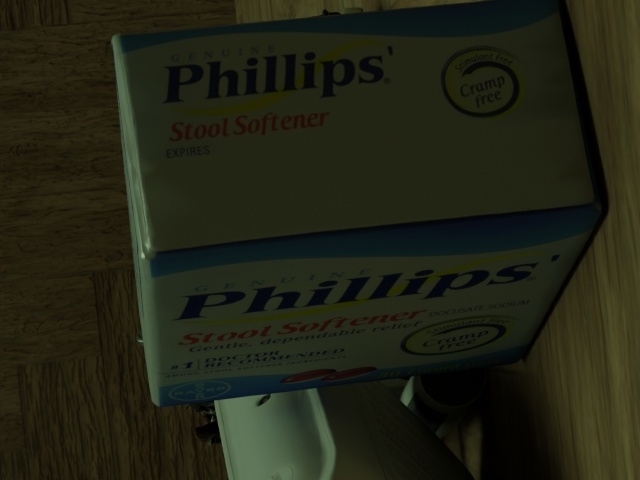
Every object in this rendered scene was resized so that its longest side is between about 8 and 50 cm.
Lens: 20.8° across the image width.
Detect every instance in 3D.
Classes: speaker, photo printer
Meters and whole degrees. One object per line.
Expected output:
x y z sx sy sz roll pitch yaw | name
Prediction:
0.097 0.122 1.408 0.136 0.055 0.055 106 157 -72 | speaker
0.043 0.207 1.256 0.256 0.107 0.307 44 -171 -22 | photo printer

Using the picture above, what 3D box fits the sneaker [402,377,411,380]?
0.074 -0.003 1.455 0.123 0.106 0.290 -58 -29 -36 | sneaker

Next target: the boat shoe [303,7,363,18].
-0.030 -0.097 1.603 0.127 0.113 0.340 86 -169 -49 | boat shoe

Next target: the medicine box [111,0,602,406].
0.011 -0.016 1.104 0.289 0.263 0.149 99 163 -69 | medicine box

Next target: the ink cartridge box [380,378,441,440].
0.048 0.168 1.593 0.052 0.122 0.089 -129 33 -72 | ink cartridge box

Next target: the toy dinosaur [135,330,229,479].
-0.025 0.170 1.490 0.218 0.322 0.164 -59 -28 7 | toy dinosaur
